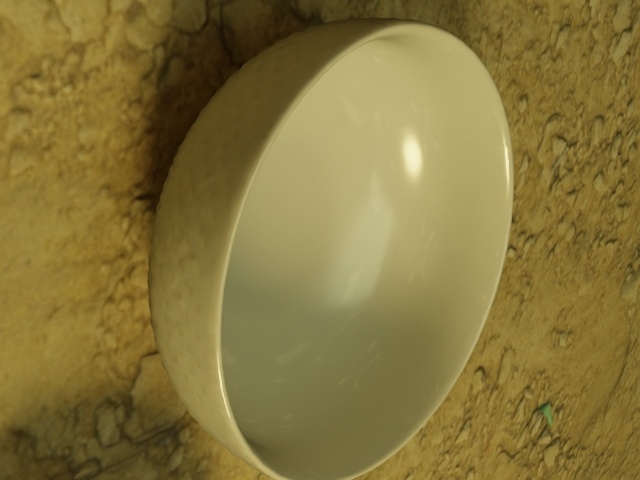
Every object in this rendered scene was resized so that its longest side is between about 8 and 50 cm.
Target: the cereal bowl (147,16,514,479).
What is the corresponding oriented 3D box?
[{"bbox_3d":[0.000,0.000,0.725,0.339,0.141,0.339,-22,121,-42],"label":"cereal bowl"}]
